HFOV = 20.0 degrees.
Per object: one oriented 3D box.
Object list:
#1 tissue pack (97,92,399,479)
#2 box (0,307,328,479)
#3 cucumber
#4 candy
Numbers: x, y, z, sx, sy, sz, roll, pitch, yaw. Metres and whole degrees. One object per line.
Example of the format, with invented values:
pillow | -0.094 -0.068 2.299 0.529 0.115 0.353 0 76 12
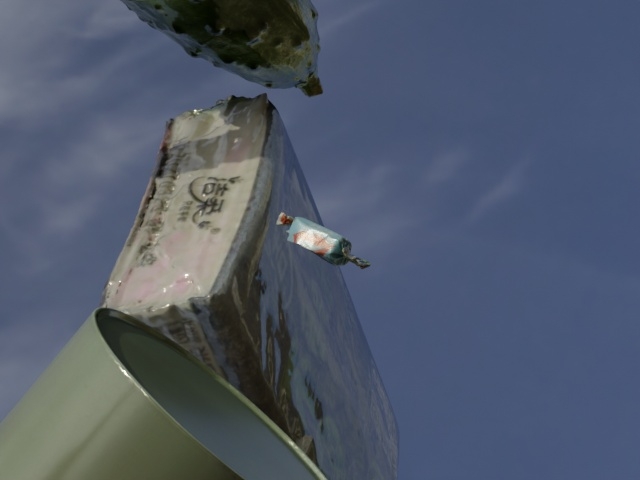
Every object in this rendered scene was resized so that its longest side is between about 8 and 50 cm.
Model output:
tissue pack | -0.042 0.114 1.554 0.288 0.124 0.394 -80 -26 -52
box | -0.109 0.173 1.206 0.226 0.226 0.149 36 -83 -35
cucumber | -0.068 -0.197 1.556 0.134 0.134 0.244 -58 -44 -11
candy | -0.001 0.000 1.231 0.030 0.083 0.020 26 -89 -51
